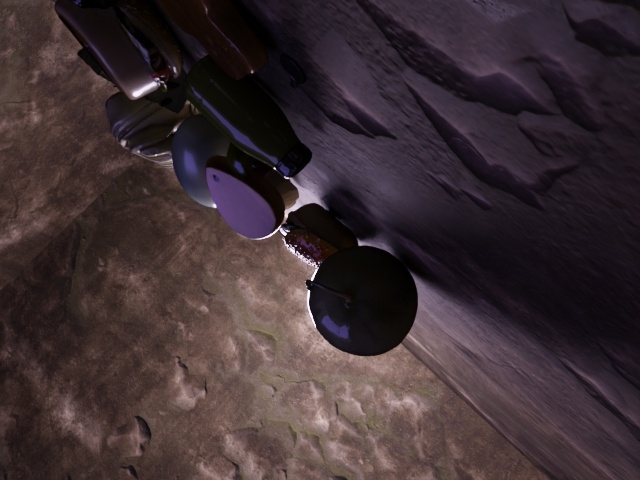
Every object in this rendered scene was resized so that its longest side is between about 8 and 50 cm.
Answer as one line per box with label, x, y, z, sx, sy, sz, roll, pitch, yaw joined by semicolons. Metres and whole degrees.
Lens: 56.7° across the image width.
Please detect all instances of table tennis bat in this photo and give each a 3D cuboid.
table tennis bat;-0.040;-0.243;0.864;0.050;0.007;0.083;43;172;7

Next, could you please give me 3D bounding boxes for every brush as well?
brush;-0.193;-0.145;1.609;0.174;0.166;0.267;-24;117;34

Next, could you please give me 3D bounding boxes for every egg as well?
egg;-0.314;-0.229;1.727;0.230;0.230;0.371;42;168;17

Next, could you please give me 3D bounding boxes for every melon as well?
melon;0.100;0.137;1.365;0.272;0.272;0.308;45;-169;-4

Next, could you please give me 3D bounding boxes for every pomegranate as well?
pomegranate;-0.171;-0.211;1.473;0.130;0.130;0.130;44;174;6

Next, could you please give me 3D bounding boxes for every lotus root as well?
lotus root;-0.513;-0.504;1.635;0.267;0.149;0.260;21;-160;-51

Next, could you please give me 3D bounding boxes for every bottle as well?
bottle;-0.128;-0.222;1.090;0.260;0.112;0.112;44;174;2

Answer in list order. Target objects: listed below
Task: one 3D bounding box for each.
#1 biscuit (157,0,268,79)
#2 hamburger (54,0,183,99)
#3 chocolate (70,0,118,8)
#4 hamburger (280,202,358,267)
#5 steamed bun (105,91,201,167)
biscuit;-0.210;-0.382;0.849;0.355;0.052;0.275;47;173;-16
hamburger;-0.441;-0.458;1.321;0.302;0.170;0.302;48;172;9
chocolate;-0.418;-0.521;1.086;0.156;0.156;0.133;46;146;-13
hamburger;0.002;0.002;1.585;0.237;0.147;0.237;41;175;4
steamed bun;-0.514;-0.369;1.885;0.289;0.276;0.203;56;173;-34
